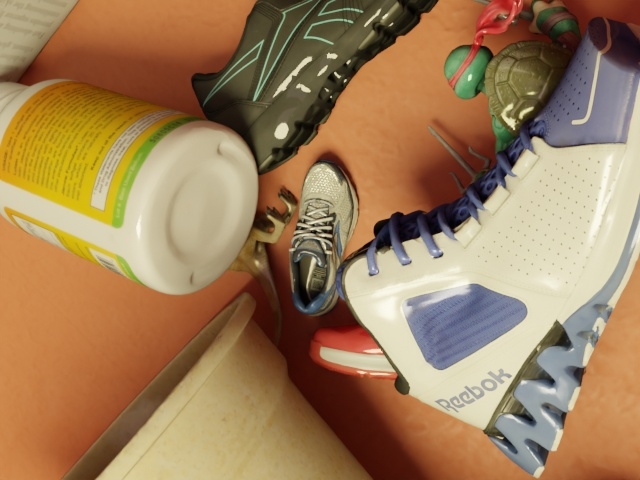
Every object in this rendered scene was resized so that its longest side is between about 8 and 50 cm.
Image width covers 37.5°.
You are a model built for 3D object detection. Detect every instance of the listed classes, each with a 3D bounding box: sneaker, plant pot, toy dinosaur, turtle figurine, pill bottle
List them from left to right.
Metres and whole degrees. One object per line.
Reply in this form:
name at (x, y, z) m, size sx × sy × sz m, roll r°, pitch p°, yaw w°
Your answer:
pill bottle at (-0.184, -0.056, 0.772) m, size 0.246 × 0.136 × 0.136 m, roll 20°, pitch 101°, yaw 31°
plant pot at (-0.059, 0.265, 0.720) m, size 0.305 × 0.334 × 0.334 m, roll 44°, pitch 104°, yaw -4°
toy dinosaur at (-0.060, -0.001, 0.818) m, size 0.092 × 0.053 × 0.183 m, roll -46°, pitch 76°, yaw 29°
sneaker at (0.000, 0.000, 0.789) m, size 0.052 × 0.058 × 0.135 m, roll 4°, pitch 96°, yaw 14°
sneaker at (0.003, -0.175, 0.750) m, size 0.267 × 0.101 × 0.106 m, roll -45°, pitch 81°, yaw 14°
sneaker at (0.102, 0.048, 0.767) m, size 0.221 × 0.087 × 0.128 m, roll 1°, pitch 87°, yaw 2°
sneaker at (0.108, 0.005, 0.630) m, size 0.182 × 0.127 × 0.315 m, roll 18°, pitch 118°, yaw 12°
turtle figurine at (0.169, -0.093, 0.705) m, size 0.234 × 0.118 × 0.175 m, roll 29°, pitch 96°, yaw 3°

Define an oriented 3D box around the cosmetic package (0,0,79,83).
cosmetic package at (-0.333, -0.221, 0.767) m, size 0.161 × 0.230 × 0.453 m, roll 44°, pitch 103°, yaw 7°
